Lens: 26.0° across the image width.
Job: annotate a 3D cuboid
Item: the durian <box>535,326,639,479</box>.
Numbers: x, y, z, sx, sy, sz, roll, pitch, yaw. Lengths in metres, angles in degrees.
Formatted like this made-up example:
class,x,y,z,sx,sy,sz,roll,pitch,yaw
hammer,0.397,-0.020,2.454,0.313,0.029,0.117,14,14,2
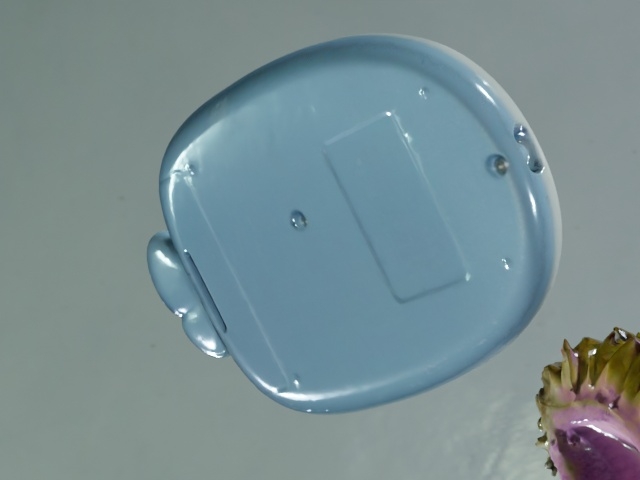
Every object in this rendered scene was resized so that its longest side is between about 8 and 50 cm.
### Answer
class,x,y,z,sx,sy,sz,roll,pitch,yaw
durian,0.209,0.131,0.590,0.191,0.341,0.112,-9,124,0

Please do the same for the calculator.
class,x,y,z,sx,sy,sz,roll,pitch,yaw
calculator,0.000,0.000,0.723,0.303,0.042,0.188,-25,94,46
